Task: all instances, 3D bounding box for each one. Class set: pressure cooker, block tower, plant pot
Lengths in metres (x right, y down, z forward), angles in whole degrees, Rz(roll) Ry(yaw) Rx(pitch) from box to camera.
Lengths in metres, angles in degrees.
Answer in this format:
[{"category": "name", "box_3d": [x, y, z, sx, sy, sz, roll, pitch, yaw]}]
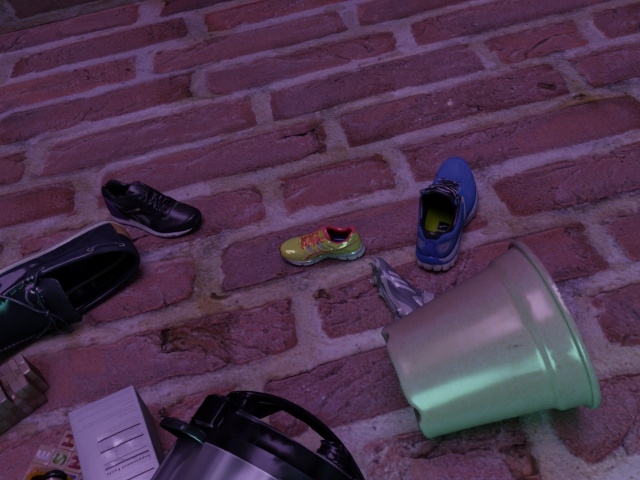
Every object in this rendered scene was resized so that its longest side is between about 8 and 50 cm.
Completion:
[{"category": "pressure cooker", "box_3d": [-0.104, 0.463, 0.974, 0.375, 0.370, 0.420, 20, 60, 21]}, {"category": "block tower", "box_3d": [-0.752, 0.391, 1.333, 0.335, 0.097, 0.091, -38, 53, -19]}, {"category": "plant pot", "box_3d": [0.293, 0.208, 1.173, 0.305, 0.334, 0.334, -23, 49, 5]}]

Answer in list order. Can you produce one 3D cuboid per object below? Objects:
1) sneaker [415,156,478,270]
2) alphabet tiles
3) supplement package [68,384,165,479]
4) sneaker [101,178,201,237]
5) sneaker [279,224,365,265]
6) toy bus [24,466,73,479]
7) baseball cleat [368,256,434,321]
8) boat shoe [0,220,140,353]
[{"category": "sneaker", "box_3d": [0.308, -0.091, 1.506, 0.130, 0.147, 0.330, 8, 52, 17]}, {"category": "alphabet tiles", "box_3d": [-0.514, 0.501, 1.252, 0.198, 0.009, 0.237, 6, 52, 16]}, {"category": "supplement package", "box_3d": [-0.370, 0.429, 1.194, 0.134, 0.139, 0.244, -23, 50, -14]}, {"category": "sneaker", "box_3d": [-0.458, -0.092, 1.663, 0.283, 0.124, 0.107, 9, 53, 17]}, {"category": "sneaker", "box_3d": [0.000, 0.000, 1.521, 0.208, 0.094, 0.081, -8, 51, 6]}, {"category": "toy bus", "box_3d": [-0.502, 0.470, 1.144, 0.202, 0.191, 0.104, -15, 49, -2]}, {"category": "baseball cleat", "box_3d": [0.189, 0.116, 1.418, 0.109, 0.072, 0.206, -11, 53, -17]}, {"category": "boat shoe", "box_3d": [-0.645, 0.132, 1.476, 0.500, 0.186, 0.156, -37, 48, -26]}]
